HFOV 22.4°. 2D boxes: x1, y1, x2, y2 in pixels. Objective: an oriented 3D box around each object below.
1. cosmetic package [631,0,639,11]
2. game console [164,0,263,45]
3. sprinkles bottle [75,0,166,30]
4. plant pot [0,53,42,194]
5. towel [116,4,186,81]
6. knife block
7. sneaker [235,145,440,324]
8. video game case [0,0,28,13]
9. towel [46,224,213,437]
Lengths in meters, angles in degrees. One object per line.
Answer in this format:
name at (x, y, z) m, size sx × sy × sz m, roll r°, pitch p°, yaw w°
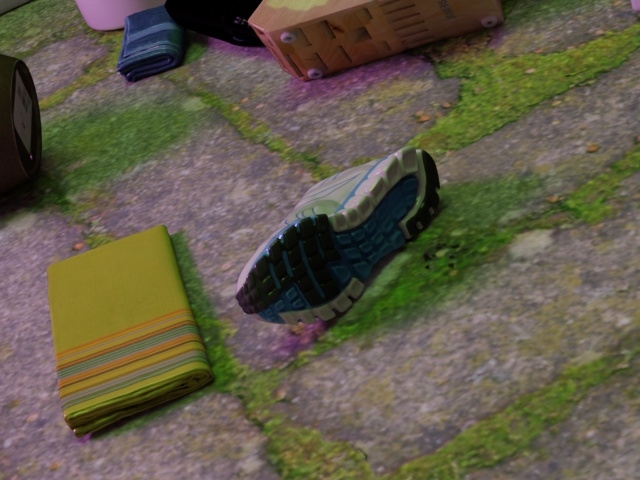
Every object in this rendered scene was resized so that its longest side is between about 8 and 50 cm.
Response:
cosmetic package at (0.389, -0.348, 1.323) m, size 0.217 × 0.156 × 0.385 m, roll -2°, pitch 33°, yaw 30°
game console at (-0.001, -0.347, 1.560) m, size 0.213 × 0.044 × 0.361 m, roll 21°, pitch 79°, yaw 48°
sprinkles bottle at (-0.257, -0.396, 1.664) m, size 0.121 × 0.355 × 0.121 m, roll -18°, pitch 29°, yaw 10°
plant pot at (-0.371, -0.098, 1.425) m, size 0.230 × 0.215 × 0.215 m, roll -6°, pitch 30°, yaw 4°
towel at (-0.166, -0.200, 1.607) m, size 0.067 × 0.029 × 0.119 m, roll -17°, pitch 28°, yaw 9°
knife block at (0.070, -0.289, 1.410) m, size 0.275 × 0.088 × 0.242 m, roll -15°, pitch 61°, yaw 15°
sneaker at (0.000, 0.000, 1.114) m, size 0.083 × 0.071 × 0.190 m, roll -2°, pitch 26°, yaw 45°
video game case at (-0.444, -0.298, 1.982) m, size 0.227 × 0.026 × 0.206 m, roll -26°, pitch 28°, yaw -5°
towel at (-0.141, 0.058, 1.158) m, size 0.102 × 0.021 × 0.237 m, roll -19°, pitch 27°, yaw -4°
